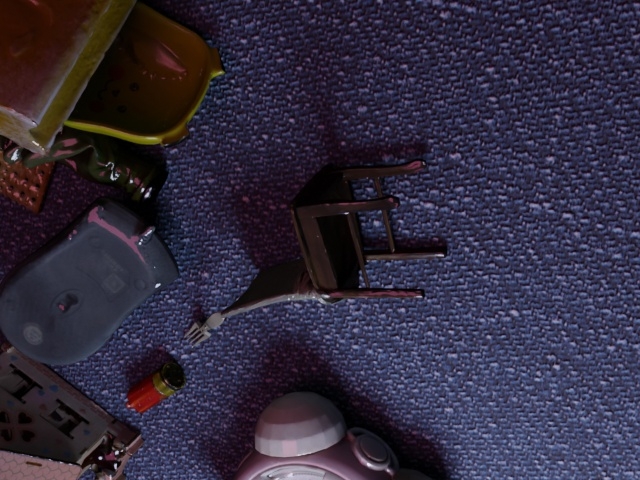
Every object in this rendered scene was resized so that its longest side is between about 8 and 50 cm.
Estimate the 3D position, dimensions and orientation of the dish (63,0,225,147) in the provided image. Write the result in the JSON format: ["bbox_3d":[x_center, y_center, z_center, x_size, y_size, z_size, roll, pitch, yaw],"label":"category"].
[{"bbox_3d":[-0.280,-0.227,1.726,0.262,0.221,0.108,22,159,5],"label":"dish"}]

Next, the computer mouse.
[{"bbox_3d":[-0.370,0.059,1.898,0.371,0.122,0.188,-36,105,31],"label":"computer mouse"}]

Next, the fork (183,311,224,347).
[{"bbox_3d":[-0.177,0.131,1.845,0.034,0.028,0.219,55,158,2],"label":"fork"}]

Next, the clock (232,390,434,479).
[{"bbox_3d":[0.004,0.432,1.865,0.342,0.184,0.326,34,117,1],"label":"clock"}]

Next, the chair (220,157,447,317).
[{"bbox_3d":[0.000,0.000,1.692,0.319,0.160,0.186,-5,115,25],"label":"chair"}]

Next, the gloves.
[{"bbox_3d":[-0.365,-0.134,1.822,0.268,0.135,0.107,18,76,-2],"label":"gloves"}]

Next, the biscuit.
[{"bbox_3d":[-0.525,-0.141,1.944,0.203,0.016,0.144,29,120,9],"label":"biscuit"}]

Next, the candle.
[{"bbox_3d":[-0.284,0.253,1.986,0.131,0.052,0.052,-36,94,32],"label":"candle"}]

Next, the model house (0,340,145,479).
[{"bbox_3d":[-0.504,0.349,2.016,0.326,0.244,0.169,36,119,5],"label":"model house"}]

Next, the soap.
[{"bbox_3d":[-0.430,-0.324,1.617,0.293,0.335,0.156,27,162,0],"label":"soap"}]
